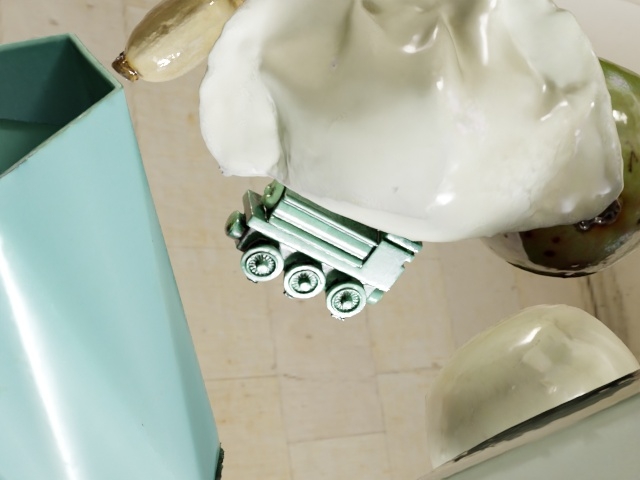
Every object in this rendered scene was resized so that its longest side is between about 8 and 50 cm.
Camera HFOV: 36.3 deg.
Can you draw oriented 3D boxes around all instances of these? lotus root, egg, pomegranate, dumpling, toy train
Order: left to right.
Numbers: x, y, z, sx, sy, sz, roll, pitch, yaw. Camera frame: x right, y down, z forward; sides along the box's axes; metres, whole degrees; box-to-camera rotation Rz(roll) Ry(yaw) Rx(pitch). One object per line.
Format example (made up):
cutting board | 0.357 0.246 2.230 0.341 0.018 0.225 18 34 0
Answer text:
lotus root | -0.121 -0.191 0.889 0.150 0.073 0.062 -37 -108 0
toy train | 0.000 0.000 0.899 0.111 0.170 0.071 -54 -155 21
dumpling | 0.057 -0.080 0.534 0.215 0.126 0.166 22 -63 28
egg | 0.280 0.258 1.214 0.283 0.283 0.345 -22 -97 50
pomegranate | 0.190 -0.079 0.785 0.179 0.179 0.210 -45 -132 41

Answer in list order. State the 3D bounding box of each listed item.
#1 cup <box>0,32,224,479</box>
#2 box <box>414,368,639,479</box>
cup | -0.120 0.040 0.450 0.134 0.148 0.236 -83 160 -52
box | 0.235 0.126 0.650 0.367 0.373 0.090 -28 -104 19
